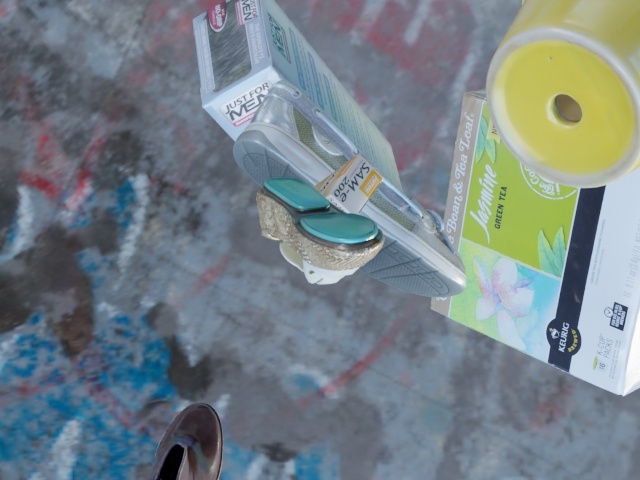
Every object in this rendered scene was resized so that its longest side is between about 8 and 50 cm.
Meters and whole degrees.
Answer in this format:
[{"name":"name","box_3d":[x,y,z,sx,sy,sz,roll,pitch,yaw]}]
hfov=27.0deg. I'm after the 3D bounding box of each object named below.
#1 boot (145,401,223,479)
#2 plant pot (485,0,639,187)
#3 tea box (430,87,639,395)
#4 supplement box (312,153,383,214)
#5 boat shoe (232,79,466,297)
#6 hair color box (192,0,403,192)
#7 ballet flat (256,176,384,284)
[{"name":"boot","box_3d":[-0.171,0.286,1.653,0.090,0.207,0.248,19,60,0]},{"name":"plant pot","box_3d":[0.283,-0.177,1.272,0.239,0.254,0.254,-43,103,-39]},{"name":"tea box","box_3d":[0.355,-0.020,1.813,0.220,0.323,0.329,-17,121,-45]},{"name":"supplement box","box_3d":[0.010,-0.036,1.295,0.036,0.098,0.062,43,53,-11]},{"name":"boat shoe","box_3d":[0.049,-0.048,1.489,0.320,0.118,0.103,36,64,-19]},{"name":"hair color box","box_3d":[-0.021,-0.155,1.838,0.374,0.113,0.185,47,23,-42]},{"name":"ballet flat","box_3d":[0.000,0.000,1.160,0.073,0.206,0.067,-4,108,-19]}]
